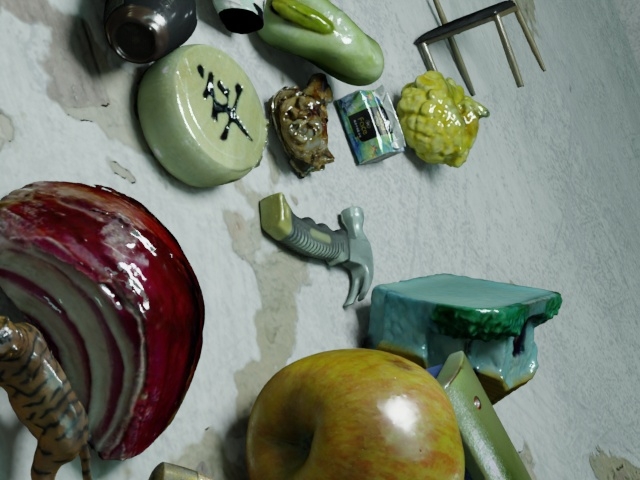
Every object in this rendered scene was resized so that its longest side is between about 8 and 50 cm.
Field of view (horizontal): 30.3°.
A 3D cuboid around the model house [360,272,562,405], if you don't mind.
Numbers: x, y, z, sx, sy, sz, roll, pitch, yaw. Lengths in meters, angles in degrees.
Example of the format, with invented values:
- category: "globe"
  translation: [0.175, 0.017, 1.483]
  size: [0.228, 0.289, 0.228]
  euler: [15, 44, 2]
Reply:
- category: "model house"
  translation: [0.205, 0.193, 1.762]
  size: [0.280, 0.230, 0.249]
  euler: [-6, 102, -55]

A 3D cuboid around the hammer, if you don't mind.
- category: "hammer"
  translation: [0.000, 0.000, 1.695]
  size: [0.226, 0.041, 0.159]
  euler: [26, 50, -48]

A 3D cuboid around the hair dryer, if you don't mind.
- category: "hair dryer"
  translation: [-0.287, -0.392, 1.465]
  size: [0.359, 0.120, 0.304]
  euler: [41, 32, -24]

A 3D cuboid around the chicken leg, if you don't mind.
- category: "chicken leg"
  translation: [-0.023, -0.184, 1.746]
  size: [0.125, 0.080, 0.196]
  euler: [51, 28, -43]

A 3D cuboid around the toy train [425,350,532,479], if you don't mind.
- category: "toy train"
  translation: [0.163, 0.308, 1.608]
  size: [0.300, 0.202, 0.131]
  euler: [61, 34, -12]

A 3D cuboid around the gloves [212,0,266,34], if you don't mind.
- category: "gloves"
  translation: [-0.117, -0.405, 1.699]
  size: [0.127, 0.111, 0.212]
  euler: [19, 64, -45]

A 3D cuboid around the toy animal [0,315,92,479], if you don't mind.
- category: "toy animal"
  translation: [-0.260, 0.177, 1.136]
  size: [0.255, 0.116, 0.114]
  euler: [59, 35, -16]

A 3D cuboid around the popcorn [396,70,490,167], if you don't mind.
- category: "popcorn"
  translation: [0.205, -0.213, 2.050]
  size: [0.173, 0.142, 0.173]
  euler: [19, 47, -21]

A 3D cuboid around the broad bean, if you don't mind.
- category: "broad bean"
  translation: [0.005, -0.306, 1.780]
  size: [0.228, 0.169, 0.100]
  euler: [23, 94, -53]

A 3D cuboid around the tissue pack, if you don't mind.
- category: "tissue pack"
  translation: [0.089, -0.188, 1.899]
  size: [0.085, 0.079, 0.111]
  euler: [-14, 83, -59]

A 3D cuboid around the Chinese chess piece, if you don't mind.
- category: "Chinese chess piece"
  translation: [-0.150, -0.161, 1.526]
  size: [0.188, 0.083, 0.188]
  euler: [29, 52, -46]

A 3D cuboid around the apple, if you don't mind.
- category: "apple"
  translation: [0.036, 0.253, 1.413]
  size: [0.264, 0.264, 0.264]
  euler: [33, 47, -43]

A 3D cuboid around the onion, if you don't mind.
- category: "onion"
  translation: [-0.203, 0.044, 1.276]
  size: [0.314, 0.146, 0.280]
  euler: [57, 30, -11]

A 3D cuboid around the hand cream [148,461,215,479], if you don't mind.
- category: "hand cream"
  translation: [-0.089, 0.296, 1.270]
  size: [0.203, 0.084, 0.084]
  euler: [14, 55, -15]

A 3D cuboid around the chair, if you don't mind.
- category: "chair"
  translation: [0.282, -0.403, 2.221]
  size: [0.166, 0.188, 0.272]
  euler: [-35, 106, -58]
